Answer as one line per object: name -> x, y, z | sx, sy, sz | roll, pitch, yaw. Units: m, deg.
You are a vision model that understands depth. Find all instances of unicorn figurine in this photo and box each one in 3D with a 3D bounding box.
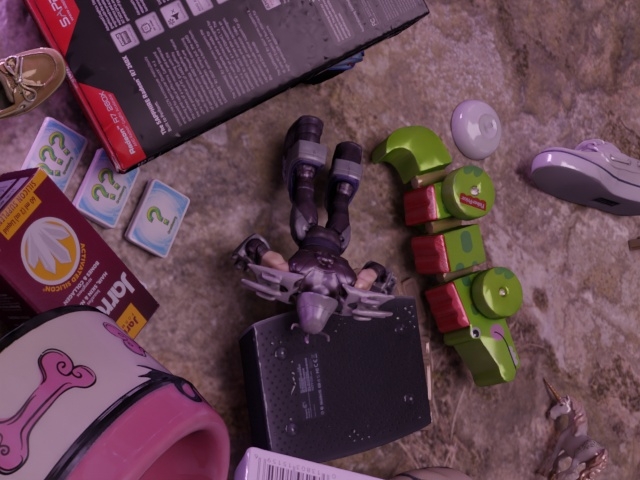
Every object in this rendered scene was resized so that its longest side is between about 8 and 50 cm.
unicorn figurine -> 0.333, 0.274, 1.598 | 0.060, 0.162, 0.111 | 32, 92, -34

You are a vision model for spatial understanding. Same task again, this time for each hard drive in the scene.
hard drive -> 0.017, 0.154, 1.357 | 0.254, 0.054, 0.172 | -7, 89, -43

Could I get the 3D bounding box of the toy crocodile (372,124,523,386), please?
toy crocodile -> 0.162, 0.020, 1.497 | 0.105, 0.115, 0.341 | -17, 91, -32

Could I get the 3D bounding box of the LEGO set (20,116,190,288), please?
LEGO set -> -0.245, 0.014, 1.230 | 0.182, 0.060, 0.244 | 32, 66, -25

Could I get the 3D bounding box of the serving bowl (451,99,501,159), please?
serving bowl -> 0.215, -0.151, 1.616 | 0.083, 0.027, 0.083 | 7, 78, -37

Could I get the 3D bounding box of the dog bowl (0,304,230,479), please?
dog bowl -> -0.219, 0.267, 0.996 | 0.150, 0.408, 0.408 | 24, 61, 15

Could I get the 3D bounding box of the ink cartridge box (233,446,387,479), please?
ink cartridge box -> 0.042, 0.343, 1.182 | 0.275, 0.060, 0.239 | 16, 44, -12

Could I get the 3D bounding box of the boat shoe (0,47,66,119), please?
boat shoe -> -0.318, -0.141, 1.160 | 0.153, 0.048, 0.056 | -22, 97, -4

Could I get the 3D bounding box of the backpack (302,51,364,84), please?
backpack -> -0.038, -0.274, 1.392 | 0.158, 0.117, 0.173 | -4, 84, -37

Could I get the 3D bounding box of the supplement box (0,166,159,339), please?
supplement box -> -0.256, 0.035, 1.144 | 0.188, 0.080, 0.104 | 53, 53, -28

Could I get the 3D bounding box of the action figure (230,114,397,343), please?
action figure -> 0.000, 0.000, 1.336 | 0.185, 0.099, 0.285 | 20, 47, -17

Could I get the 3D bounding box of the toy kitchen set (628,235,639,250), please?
toy kitchen set -> 0.515, 0.025, 1.787 | 0.083, 0.068, 0.075 | -8, 87, -37

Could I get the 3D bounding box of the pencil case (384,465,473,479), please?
pencil case -> 0.032, 0.379, 1.306 | 0.410, 0.160, 0.183 | -16, 59, -37

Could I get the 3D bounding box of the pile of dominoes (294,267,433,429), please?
pile of dominoes -> 0.039, 0.131, 1.449 | 0.251, 0.040, 0.196 | 9, 77, -44

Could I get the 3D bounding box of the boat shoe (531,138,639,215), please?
boat shoe -> 0.386, -0.100, 1.707 | 0.258, 0.095, 0.084 | 18, 68, -45

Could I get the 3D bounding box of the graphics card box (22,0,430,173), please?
graphics card box -> -0.100, -0.252, 1.254 | 0.370, 0.094, 0.233 | -29, 94, -8
